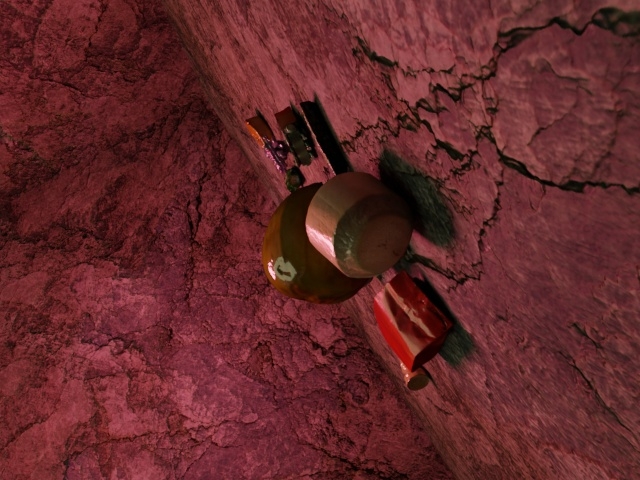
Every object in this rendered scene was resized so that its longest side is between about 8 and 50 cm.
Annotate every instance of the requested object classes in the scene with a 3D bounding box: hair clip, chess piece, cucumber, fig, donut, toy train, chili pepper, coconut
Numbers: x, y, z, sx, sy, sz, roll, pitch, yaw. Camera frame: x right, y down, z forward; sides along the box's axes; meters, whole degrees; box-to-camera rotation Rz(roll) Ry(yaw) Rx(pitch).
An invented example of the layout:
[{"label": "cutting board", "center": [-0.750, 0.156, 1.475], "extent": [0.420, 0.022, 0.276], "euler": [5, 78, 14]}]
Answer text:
[{"label": "hair clip", "center": [-0.135, -0.281, 1.514], "extent": [0.137, 0.090, 0.278], "euler": [63, -171, -9]}, {"label": "chess piece", "center": [0.348, 0.487, 1.857], "extent": [0.200, 0.090, 0.090], "euler": [-112, -4, -57]}, {"label": "cucumber", "center": [0.008, -0.249, 1.174], "extent": [0.220, 0.046, 0.070], "euler": [62, 174, -20]}, {"label": "fig", "center": [-0.007, 0.007, 1.326], "extent": [0.343, 0.343, 0.343], "euler": [57, 173, 11]}, {"label": "donut", "center": [-0.245, -0.448, 1.967], "extent": [0.162, 0.065, 0.178], "euler": [57, 174, -32]}, {"label": "toy train", "center": [-0.073, -0.301, 1.413], "extent": [0.118, 0.074, 0.176], "euler": [65, -178, 32]}, {"label": "chili pepper", "center": [-0.112, -0.245, 1.924], "extent": [0.224, 0.061, 0.098], "euler": [-164, 56, -84]}, {"label": "coconut", "center": [0.076, -0.037, 0.987], "extent": [0.222, 0.202, 0.202], "euler": [46, 166, 51]}]

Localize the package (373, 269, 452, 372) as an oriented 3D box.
[{"label": "package", "center": [0.244, 0.234, 1.293], "extent": [0.196, 0.123, 0.423], "euler": [53, 173, 22]}]

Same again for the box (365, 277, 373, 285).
[{"label": "box", "center": [0.056, 0.042, 1.632], "extent": [0.312, 0.175, 0.182], "euler": [54, -179, 30]}]

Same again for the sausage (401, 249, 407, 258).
[{"label": "sausage", "center": [0.147, -0.030, 1.127], "extent": [0.176, 0.047, 0.040], "euler": [56, 156, 14]}]
